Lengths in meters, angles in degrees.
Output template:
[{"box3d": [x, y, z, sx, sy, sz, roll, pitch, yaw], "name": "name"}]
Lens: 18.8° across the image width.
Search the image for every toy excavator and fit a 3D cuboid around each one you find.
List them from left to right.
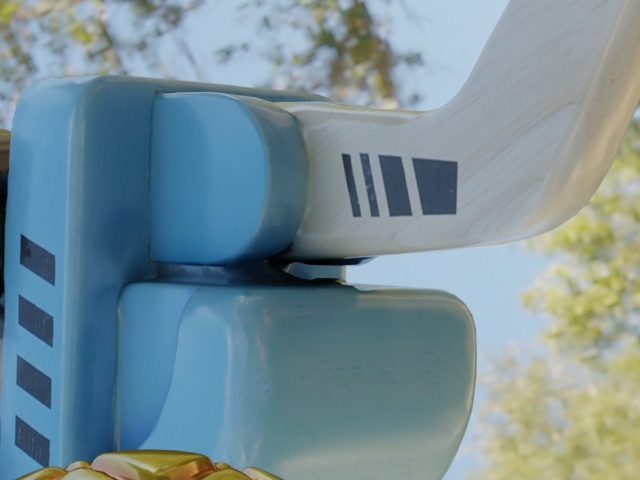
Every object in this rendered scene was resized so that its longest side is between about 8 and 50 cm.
[{"box3d": [0.000, 0.000, 0.880, 0.222, 0.445, 0.433, 2, -89, -47], "name": "toy excavator"}]

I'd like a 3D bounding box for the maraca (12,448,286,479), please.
[{"box3d": [-0.022, 0.105, 0.484, 0.127, 0.185, 0.099, -102, 15, -58], "name": "maraca"}]
